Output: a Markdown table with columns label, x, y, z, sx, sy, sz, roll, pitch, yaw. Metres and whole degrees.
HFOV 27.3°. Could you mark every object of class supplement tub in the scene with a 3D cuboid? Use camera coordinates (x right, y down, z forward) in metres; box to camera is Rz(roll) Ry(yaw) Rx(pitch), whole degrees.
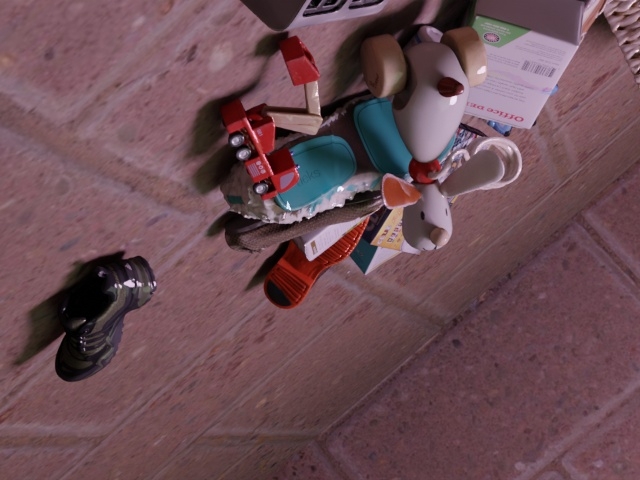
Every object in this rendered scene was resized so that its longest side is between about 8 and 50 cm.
| label | x | y | z | sx | sy | sz | roll | pitch | yaw |
| --- | --- | --- | --- | --- | --- | --- | --- | --- | --- |
| supplement tub | 0.137 | -0.242 | 1.857 | 0.107 | 0.071 | 0.071 | -48 | 162 | 29 |

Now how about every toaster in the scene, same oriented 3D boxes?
| label | x | y | z | sx | sy | sz | roll | pitch | yaw |
| --- | --- | --- | --- | --- | --- | --- | --- | --- | --- |
| toaster | 0.015 | -0.306 | 1.339 | 0.168 | 0.110 | 0.186 | -21 | 156 | -50 |

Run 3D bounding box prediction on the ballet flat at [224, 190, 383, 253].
| label | x | y | z | sx | sy | sz | roll | pitch | yaw |
| --- | --- | --- | --- | --- | --- | --- | --- | --- | --- |
| ballet flat | -0.019 | -0.031 | 1.946 | 0.249 | 0.058 | 0.084 | -17 | -157 | -6 |

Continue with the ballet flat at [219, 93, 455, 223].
| label | x | y | z | sx | sy | sz | roll | pitch | yaw |
| --- | --- | --- | --- | --- | --- | --- | --- | --- | --- |
| ballet flat | 0.018 | -0.120 | 1.878 | 0.409 | 0.147 | 0.147 | -20 | 155 | -43 |

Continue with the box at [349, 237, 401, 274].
| label | x | y | z | sx | sy | sz | roll | pitch | yaw |
| --- | --- | --- | --- | --- | --- | --- | --- | --- | --- |
| box | 0.126 | -0.035 | 2.411 | 0.100 | 0.060 | 0.244 | -31 | 162 | -26 |

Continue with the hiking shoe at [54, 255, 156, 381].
| label | x | y | z | sx | sy | sz | roll | pitch | yaw |
| --- | --- | --- | --- | --- | --- | --- | --- | --- | --- |
| hiking shoe | -0.321 | 0.105 | 1.788 | 0.114 | 0.086 | 0.227 | 2 | 132 | -47 |

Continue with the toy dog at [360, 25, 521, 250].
| label | x | y | z | sx | sy | sz | roll | pitch | yaw |
| --- | --- | --- | --- | --- | --- | --- | --- | --- | --- |
| toy dog | 0.163 | -0.130 | 1.772 | 0.220 | 0.161 | 0.334 | -30 | 121 | -2 |

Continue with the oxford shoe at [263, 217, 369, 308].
| label | x | y | z | sx | sy | sz | roll | pitch | yaw |
| --- | --- | --- | --- | --- | --- | --- | --- | --- | --- |
| oxford shoe | 0.000 | 0.000 | 2.211 | 0.271 | 0.097 | 0.098 | -46 | -177 | 36 |

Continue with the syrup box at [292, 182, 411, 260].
| label | x | y | z | sx | sy | sz | roll | pitch | yaw |
| --- | --- | --- | --- | --- | --- | --- | --- | --- | --- |
| syrup box | 0.043 | -0.083 | 2.035 | 0.237 | 0.093 | 0.096 | -38 | 164 | -6 |

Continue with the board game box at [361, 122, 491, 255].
| label | x | y | z | sx | sy | sz | roll | pitch | yaw |
| --- | --- | --- | --- | --- | --- | --- | --- | --- | --- |
| board game box | 0.178 | -0.093 | 2.246 | 0.165 | 0.042 | 0.243 | 13 | 114 | -55 |

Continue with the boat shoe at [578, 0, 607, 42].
| label | x | y | z | sx | sy | sz | roll | pitch | yaw |
| --- | --- | --- | --- | --- | --- | --- | --- | --- | --- |
| boat shoe | 0.351 | -0.318 | 2.049 | 0.116 | 0.123 | 0.324 | -23 | 159 | -50 |

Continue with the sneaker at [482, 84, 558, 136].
| label | x | y | z | sx | sy | sz | roll | pitch | yaw |
| --- | --- | --- | --- | --- | --- | --- | --- | --- | --- |
| sneaker | 0.371 | -0.236 | 2.390 | 0.162 | 0.073 | 0.063 | -34 | 163 | -20 |

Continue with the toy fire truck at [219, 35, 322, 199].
| label | x | y | z | sx | sy | sz | roll | pitch | yaw |
| --- | --- | --- | --- | --- | --- | --- | --- | --- | --- |
| toy fire truck | -0.049 | -0.146 | 1.626 | 0.135 | 0.047 | 0.192 | -23 | 133 | 3 |

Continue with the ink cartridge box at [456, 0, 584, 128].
| label | x | y | z | sx | sy | sz | roll | pitch | yaw |
| --- | --- | --- | --- | --- | --- | --- | --- | --- | --- |
| ink cartridge box | 0.268 | -0.268 | 1.904 | 0.212 | 0.154 | 0.093 | 111 | -7 | -57 |

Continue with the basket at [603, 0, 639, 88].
| label | x | y | z | sx | sy | sz | roll | pitch | yaw |
| --- | --- | --- | --- | --- | --- | --- | --- | --- | --- |
| basket | 0.684 | -0.369 | 2.233 | 0.331 | 0.266 | 0.328 | -22 | 174 | 27 |
